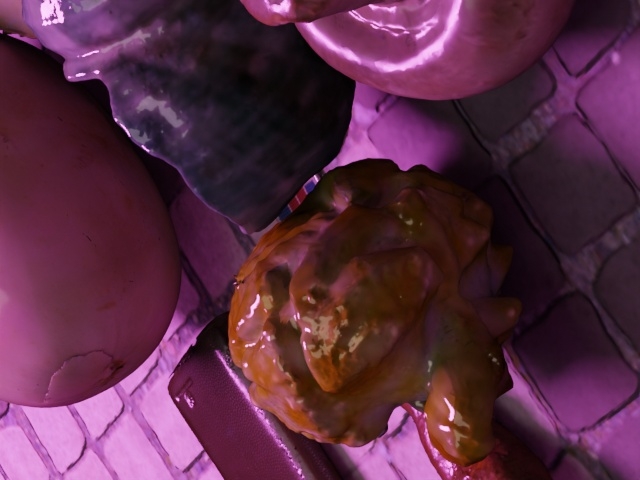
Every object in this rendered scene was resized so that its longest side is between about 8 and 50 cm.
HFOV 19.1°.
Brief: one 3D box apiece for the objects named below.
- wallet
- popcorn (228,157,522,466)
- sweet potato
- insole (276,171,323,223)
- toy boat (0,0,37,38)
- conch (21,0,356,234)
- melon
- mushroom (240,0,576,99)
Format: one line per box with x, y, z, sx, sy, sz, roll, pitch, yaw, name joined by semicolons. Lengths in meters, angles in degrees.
-0.039;0.159;1.421;0.198;0.031;0.110;55;140;16;wallet
0.041;0.054;1.161;0.212;0.198;0.198;35;132;24;popcorn
0.102;0.142;1.234;0.226;0.068;0.068;53;142;43;sweet potato
0.000;0.000;1.319;0.065;0.006;0.193;-35;80;51;insole
-0.206;-0.206;1.395;0.276;0.084;0.111;19;120;44;toy boat
-0.089;-0.148;1.183;0.195;0.220;0.277;-13;119;32;conch
-0.239;-0.020;1.412;0.317;0.223;0.223;51;139;20;melon
0.037;-0.169;1.044;0.204;0.204;0.204;24;125;40;mushroom
